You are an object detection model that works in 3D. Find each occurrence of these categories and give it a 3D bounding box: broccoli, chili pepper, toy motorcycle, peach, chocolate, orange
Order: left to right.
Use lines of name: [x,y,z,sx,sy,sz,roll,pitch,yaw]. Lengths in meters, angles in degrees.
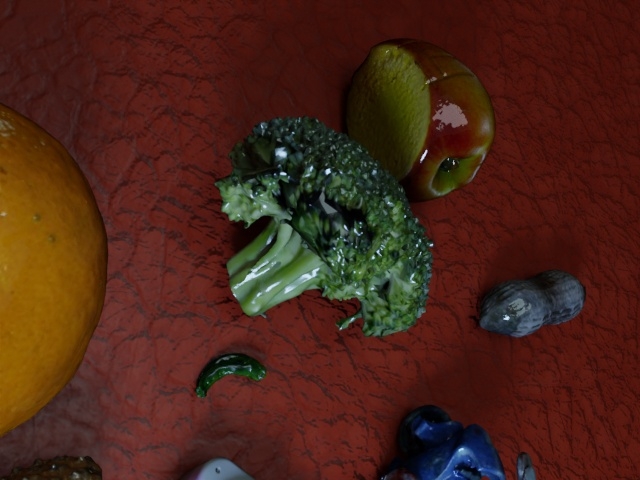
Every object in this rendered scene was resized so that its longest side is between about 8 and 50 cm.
orange: [-0.452,0.033,0.881,0.423,0.326,0.424,-3,95,-39]
chili pepper: [-0.135,0.193,1.192,0.117,0.035,0.056,-11,65,-36]
broccoli: [0.010,-0.021,1.199,0.317,0.339,0.277,-11,52,-11]
peach: [0.164,-0.208,1.373,0.245,0.248,0.275,17,43,-63]
toy motorcycle: [0.196,0.416,1.220,0.240,0.182,0.319,15,64,15]
chocolate: [0.394,0.114,1.482,0.248,0.110,0.110,-14,84,-36]

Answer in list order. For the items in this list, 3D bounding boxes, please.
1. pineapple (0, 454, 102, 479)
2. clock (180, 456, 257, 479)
pineapple: [-0.428,0.333,0.915,0.364,0.165,0.166,1,76,-28]
clock: [-0.120,0.439,1.065,0.227,0.090,0.248,41,42,-14]
